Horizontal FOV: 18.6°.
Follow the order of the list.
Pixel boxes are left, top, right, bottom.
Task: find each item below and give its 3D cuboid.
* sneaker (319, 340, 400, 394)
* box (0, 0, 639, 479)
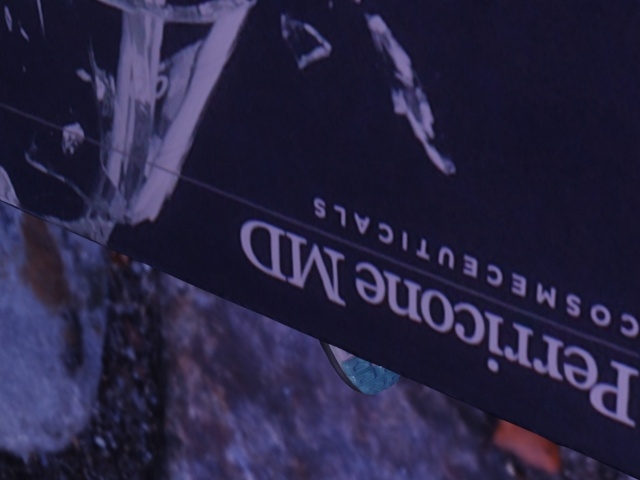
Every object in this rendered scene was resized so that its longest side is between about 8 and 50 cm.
[{"bbox_3d":[0.000,0.000,1.018,0.076,0.065,0.166,-7,103,61],"label":"sneaker"},{"bbox_3d":[0.026,-0.244,0.695,0.480,0.297,0.471,21,126,34],"label":"box"}]
